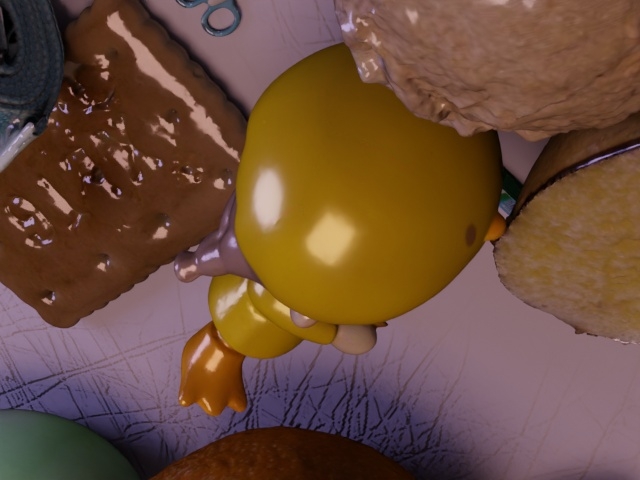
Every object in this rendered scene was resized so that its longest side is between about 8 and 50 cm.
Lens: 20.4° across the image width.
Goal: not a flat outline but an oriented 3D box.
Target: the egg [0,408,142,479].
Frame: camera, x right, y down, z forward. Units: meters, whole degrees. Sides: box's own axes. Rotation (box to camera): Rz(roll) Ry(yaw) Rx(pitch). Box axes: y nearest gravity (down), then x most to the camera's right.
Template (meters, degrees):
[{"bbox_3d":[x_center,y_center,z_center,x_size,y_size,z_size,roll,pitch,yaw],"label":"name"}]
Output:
[{"bbox_3d":[-0.277,0.265,1.641,0.269,0.220,0.220,20,134,34],"label":"egg"}]

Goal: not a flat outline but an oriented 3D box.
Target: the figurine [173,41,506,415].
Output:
[{"bbox_3d":[0.000,0.000,1.286,0.187,0.215,0.344,27,141,-10],"label":"figurine"}]

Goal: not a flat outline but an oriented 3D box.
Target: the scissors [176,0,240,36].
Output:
[{"bbox_3d":[-0.062,-0.194,1.320,0.058,0.014,0.119,44,134,-14],"label":"scissors"}]

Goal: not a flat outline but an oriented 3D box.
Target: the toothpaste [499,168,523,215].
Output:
[{"bbox_3d":[0.143,-0.034,1.347,0.083,0.020,0.017,42,135,-10],"label":"toothpaste"}]

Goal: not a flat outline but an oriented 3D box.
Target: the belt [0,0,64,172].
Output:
[{"bbox_3d":[-0.270,-0.148,1.354,0.147,0.163,0.082,31,131,-20],"label":"belt"}]

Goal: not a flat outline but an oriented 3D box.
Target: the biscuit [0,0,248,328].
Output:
[{"bbox_3d":[-0.195,-0.055,1.473,0.325,0.044,0.217,-30,108,38],"label":"biscuit"}]

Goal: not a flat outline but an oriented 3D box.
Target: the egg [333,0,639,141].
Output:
[{"bbox_3d":[0.124,-0.192,1.068,0.279,0.279,0.310,-7,141,29],"label":"egg"}]

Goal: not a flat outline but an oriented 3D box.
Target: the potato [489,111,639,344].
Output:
[{"bbox_3d":[0.261,-0.031,1.218,0.239,0.116,0.299,27,149,-15],"label":"potato"}]

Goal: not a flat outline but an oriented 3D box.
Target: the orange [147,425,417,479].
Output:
[{"bbox_3d":[-0.012,0.328,1.501,0.322,0.322,0.357,-21,130,35],"label":"orange"}]
